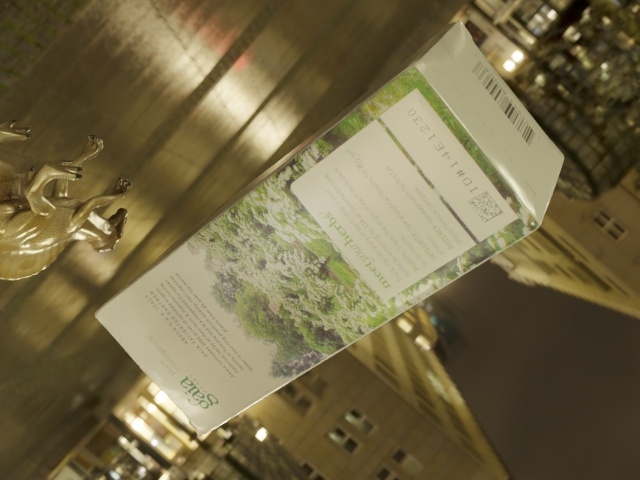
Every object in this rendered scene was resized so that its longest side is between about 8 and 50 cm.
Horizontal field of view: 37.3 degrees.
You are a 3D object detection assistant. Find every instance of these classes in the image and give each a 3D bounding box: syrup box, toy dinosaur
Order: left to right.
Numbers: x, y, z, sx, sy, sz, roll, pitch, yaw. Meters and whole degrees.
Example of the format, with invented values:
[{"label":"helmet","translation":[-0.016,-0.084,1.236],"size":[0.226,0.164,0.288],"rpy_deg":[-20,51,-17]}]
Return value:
[{"label":"toy dinosaur","translation":[-0.169,-0.014,0.527],"size":[0.183,0.053,0.092],"rpy_deg":[-3,129,-45]},{"label":"syrup box","translation":[0.000,0.000,0.501],"size":[0.237,0.093,0.096],"rpy_deg":[-35,-172,31]}]
